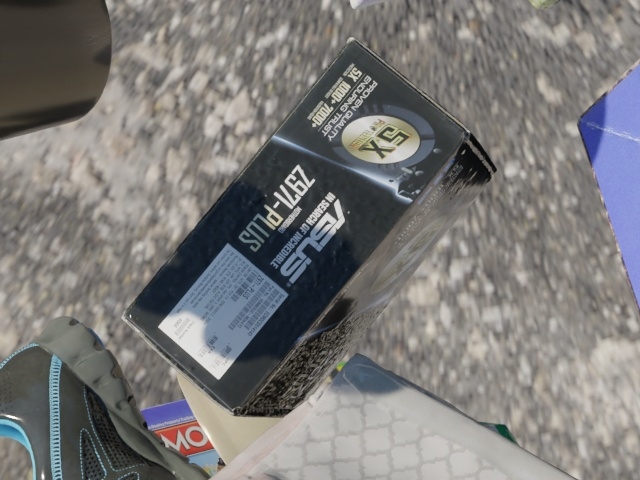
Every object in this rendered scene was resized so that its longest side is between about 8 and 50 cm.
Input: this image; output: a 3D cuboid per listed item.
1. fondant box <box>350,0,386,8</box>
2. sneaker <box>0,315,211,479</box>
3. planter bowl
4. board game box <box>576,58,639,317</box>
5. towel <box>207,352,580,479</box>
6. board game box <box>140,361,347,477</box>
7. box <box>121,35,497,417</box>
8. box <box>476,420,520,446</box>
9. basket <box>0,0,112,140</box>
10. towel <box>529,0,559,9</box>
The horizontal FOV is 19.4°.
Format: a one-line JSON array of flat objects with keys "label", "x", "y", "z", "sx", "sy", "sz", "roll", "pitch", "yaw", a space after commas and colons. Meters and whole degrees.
[{"label": "fondant box", "x": 0.192, "y": -0.301, "z": 1.519, "sx": 0.330, "sy": 0.238, "sz": 0.096, "roll": -15, "pitch": 82, "yaw": -19}, {"label": "sneaker", "x": -0.182, "y": 0.234, "z": 1.706, "sx": 0.139, "sy": 0.125, "sz": 0.341, "roll": -36, "pitch": 71, "yaw": -20}, {"label": "planter bowl", "x": -0.029, "y": 0.142, "z": 1.565, "sx": 0.109, "sy": 0.162, "sz": 0.162, "roll": -35, "pitch": 102, "yaw": 4}, {"label": "board game box", "x": 0.392, "y": -0.028, "z": 1.552, "sx": 0.291, "sy": 0.232, "sz": 0.141, "roll": 6, "pitch": 147, "yaw": -31}, {"label": "towel", "x": 0.058, "y": 0.202, "z": 0.757, "sx": 0.332, "sy": 0.317, "sz": 0.053, "roll": 28, "pitch": 132, "yaw": 22}, {"label": "board game box", "x": -0.059, "y": 0.250, "z": 1.941, "sx": 0.317, "sy": 0.213, "sz": 0.046, "roll": -11, "pitch": 149, "yaw": -32}, {"label": "box", "x": 0.000, "y": 0.000, "z": 0.962, "sx": 0.077, "sy": 0.147, "sz": 0.180, "roll": 40, "pitch": 92, "yaw": 11}, {"label": "box", "x": 0.048, "y": 0.190, "z": 1.264, "sx": 0.179, "sy": 0.105, "sz": 0.043, "roll": -46, "pitch": 59, "yaw": 20}, {"label": "basket", "x": -0.263, "y": -0.127, "z": 1.233, "sx": 0.154, "sy": 0.227, "sz": 0.204, "roll": 58, "pitch": 135, "yaw": 19}, {"label": "towel", "x": 0.094, "y": -0.153, "z": 0.596, "sx": 0.110, "sy": 0.027, "sz": 0.148, "roll": -44, "pitch": 142, "yaw": -18}]
